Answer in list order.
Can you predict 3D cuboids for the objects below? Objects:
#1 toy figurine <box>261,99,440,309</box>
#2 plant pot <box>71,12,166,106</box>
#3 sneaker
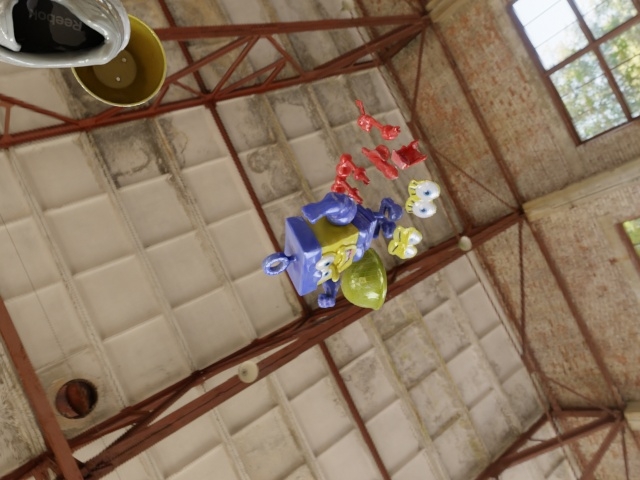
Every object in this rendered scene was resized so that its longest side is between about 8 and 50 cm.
[{"bbox_3d":[0.000,0.000,0.720,0.217,0.363,0.191,-25,-120,-24],"label":"toy figurine"},{"bbox_3d":[-0.316,-0.274,0.750,0.134,0.095,0.134,-5,-78,-26],"label":"plant pot"},{"bbox_3d":[-0.305,-0.203,0.419,0.262,0.099,0.121,-4,-149,-22],"label":"sneaker"}]
